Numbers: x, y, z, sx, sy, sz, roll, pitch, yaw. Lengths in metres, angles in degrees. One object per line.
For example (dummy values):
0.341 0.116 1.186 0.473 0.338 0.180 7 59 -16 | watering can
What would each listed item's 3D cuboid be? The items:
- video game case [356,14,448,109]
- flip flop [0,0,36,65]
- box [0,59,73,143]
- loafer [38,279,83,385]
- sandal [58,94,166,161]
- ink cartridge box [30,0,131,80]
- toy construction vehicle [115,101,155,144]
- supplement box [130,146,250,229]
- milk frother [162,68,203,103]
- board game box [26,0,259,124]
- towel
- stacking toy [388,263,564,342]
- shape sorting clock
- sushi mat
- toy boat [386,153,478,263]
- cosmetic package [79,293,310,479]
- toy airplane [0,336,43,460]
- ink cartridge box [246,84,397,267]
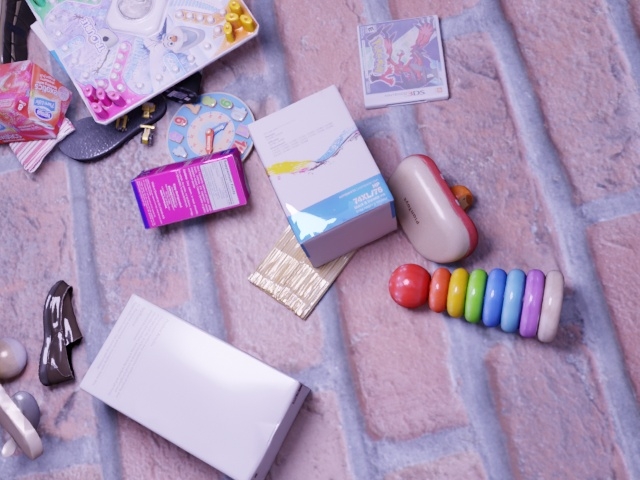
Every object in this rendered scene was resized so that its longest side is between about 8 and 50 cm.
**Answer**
0.179 -0.394 1.688 0.183 0.023 0.201 -6 74 5 | video game case
-0.736 -0.505 1.803 0.080 0.112 0.277 0 80 22 | flip flop
-0.688 -0.296 1.670 0.256 0.128 0.123 1 66 31 | box
-0.532 0.193 1.598 0.078 0.080 0.220 2 80 -2 | loafer
-0.461 -0.248 1.722 0.254 0.054 0.097 -28 80 -11 | sandal
-0.477 -0.450 1.711 0.232 0.168 0.171 -38 74 -5 | ink cartridge box
-0.405 -0.266 1.683 0.085 0.035 0.098 10 76 -3 | toy construction vehicle
-0.267 -0.111 1.603 0.220 0.111 0.114 -13 105 2 | supplement box
-0.333 -0.385 1.676 0.129 0.143 0.135 -4 71 37 | milk frother
-0.387 -0.494 1.600 0.390 0.050 0.390 -32 76 -4 | board game box
-0.637 -0.251 1.717 0.144 0.029 0.197 -46 51 1 | towel
0.296 0.102 1.488 0.330 0.141 0.141 9 76 14 | stacking toy
-0.243 -0.235 1.690 0.206 0.040 0.206 -2 74 6 | shape sorting clock
0.000 0.000 1.605 0.151 0.019 0.316 35 81 16 | sushi mat
0.246 -0.069 1.547 0.151 0.151 0.231 -18 71 -28 | toy boat
-0.238 0.287 1.489 0.385 0.156 0.217 28 80 12 | cosmetic package
-0.694 0.234 1.500 0.384 0.272 0.386 -7 94 33 | toy airplane
0.007 -0.123 1.526 0.197 0.198 0.270 -25 73 0 | ink cartridge box
